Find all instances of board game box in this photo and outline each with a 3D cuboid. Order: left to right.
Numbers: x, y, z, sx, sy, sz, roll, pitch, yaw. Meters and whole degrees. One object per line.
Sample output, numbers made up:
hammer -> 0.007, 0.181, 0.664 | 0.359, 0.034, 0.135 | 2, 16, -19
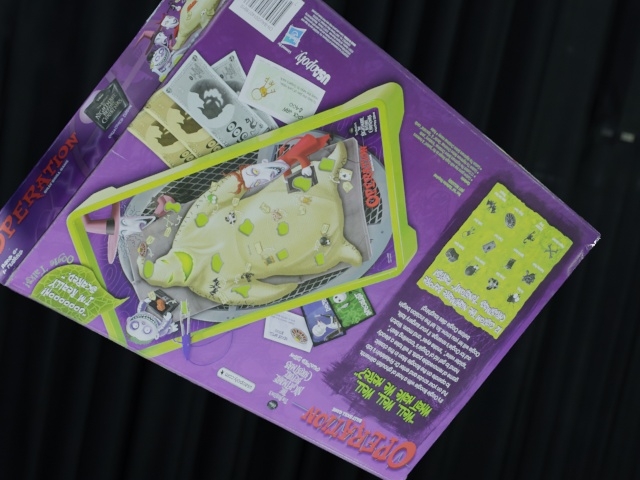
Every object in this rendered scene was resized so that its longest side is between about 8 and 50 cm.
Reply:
board game box -> 0.000, 0.000, 0.930 | 0.347, 0.208, 0.056 | 34, -177, -45
